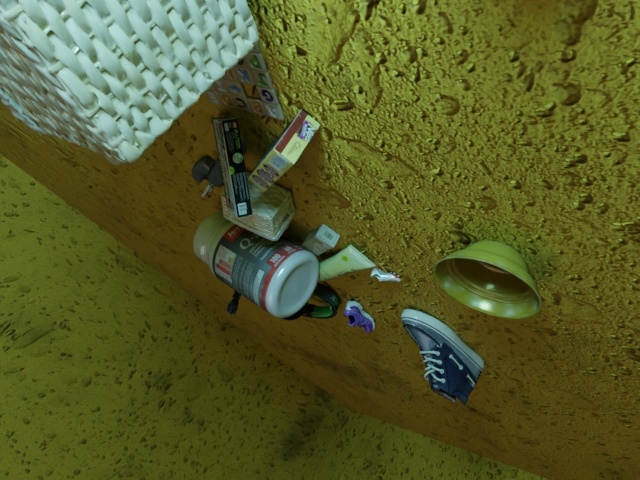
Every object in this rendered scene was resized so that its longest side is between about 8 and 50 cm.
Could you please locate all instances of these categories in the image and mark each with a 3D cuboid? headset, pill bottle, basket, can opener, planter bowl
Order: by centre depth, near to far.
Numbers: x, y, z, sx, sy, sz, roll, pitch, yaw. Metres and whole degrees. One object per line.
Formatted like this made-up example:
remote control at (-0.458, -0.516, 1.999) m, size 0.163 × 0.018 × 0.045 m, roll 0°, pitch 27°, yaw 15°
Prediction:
basket at (-0.309, -0.330, 0.659) m, size 0.266 × 0.328 × 0.331 m, roll 27°, pitch 157°, yaw 28°
planter bowl at (0.347, 0.064, 0.991) m, size 0.217 × 0.090 × 0.217 m, roll 25°, pitch 155°, yaw 12°
can opener at (-0.275, -0.188, 1.250) m, size 0.095 × 0.076 × 0.283 m, roll 35°, pitch 155°, yaw -12°
basket at (-0.160, -0.094, 1.260) m, size 0.167 × 0.113 × 0.103 m, roll 26°, pitch 152°, yaw 13°
pill bottle at (-0.199, 0.059, 1.457) m, size 0.363 × 0.210 × 0.210 m, roll 28°, pitch 158°, yaw 30°
headset at (-0.133, 0.215, 1.743) m, size 0.394 × 0.185 × 0.243 m, roll 10°, pitch 150°, yaw 17°

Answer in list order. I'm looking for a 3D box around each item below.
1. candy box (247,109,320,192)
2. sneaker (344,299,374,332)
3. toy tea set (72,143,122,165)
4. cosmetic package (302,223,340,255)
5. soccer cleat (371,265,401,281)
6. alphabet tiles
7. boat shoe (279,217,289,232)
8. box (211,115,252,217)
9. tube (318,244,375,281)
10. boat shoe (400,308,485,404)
candy box at (-0.080, -0.176, 1.000) m, size 0.053 × 0.109 × 0.186 m, roll 36°, pitch 156°, yaw -12°
sneaker at (0.127, 0.274, 1.694) m, size 0.068 × 0.071 × 0.170 m, roll 6°, pitch 147°, yaw 44°
toy tea set at (-0.566, -0.323, 1.332) m, size 0.336 × 0.124 × 0.200 m, roll 26°, pitch 127°, yaw 20°
cosmetic package at (0.000, 0.000, 1.338) m, size 0.060 × 0.041 × 0.115 m, roll 35°, pitch 156°, yaw -10°
soccer cleat at (0.178, 0.101, 1.333) m, size 0.083 × 0.036 × 0.029 m, roll 24°, pitch 155°, yaw 17°
alphabet tiles at (-0.194, -0.332, 0.954) m, size 0.237 × 0.009 × 0.198 m, roll 19°, pitch 154°, yaw 25°
boat shoe at (-0.175, -0.081, 1.373) m, size 0.190 × 0.068 × 0.072 m, roll 14°, pitch 141°, yaw 13°
box at (-0.193, -0.163, 1.068) m, size 0.114 × 0.036 × 0.207 m, roll -143°, pitch 44°, yaw -62°
tube at (0.056, 0.068, 1.391) m, size 0.070 × 0.062 × 0.240 m, roll -2°, pitch 167°, yaw -31°
boat shoe at (0.354, 0.358, 1.480) m, size 0.340 × 0.158 × 0.127 m, roll 38°, pitch 156°, yaw -16°
